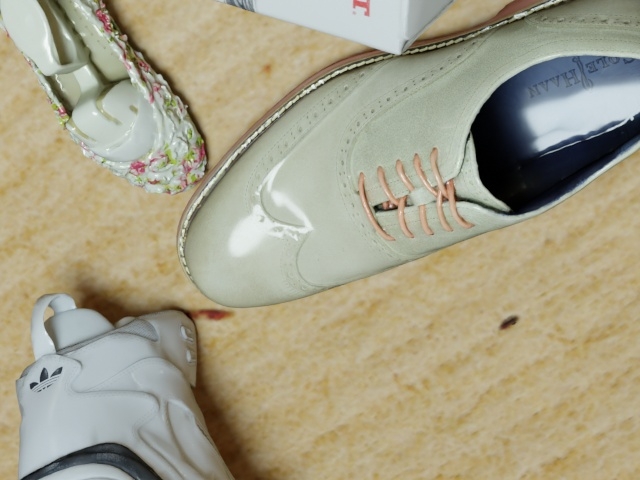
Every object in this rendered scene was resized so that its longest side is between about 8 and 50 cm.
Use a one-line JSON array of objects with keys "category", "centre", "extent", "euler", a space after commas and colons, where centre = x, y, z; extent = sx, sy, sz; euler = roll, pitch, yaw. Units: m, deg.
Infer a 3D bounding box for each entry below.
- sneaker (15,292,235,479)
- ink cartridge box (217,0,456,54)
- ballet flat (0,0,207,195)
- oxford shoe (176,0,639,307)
[{"category": "sneaker", "centre": [-0.101, 0.180, 1.450], "extent": [0.137, 0.210, 0.366], "euler": [-25, 143, 21]}, {"category": "ink cartridge box", "centre": [-0.040, -0.252, 1.172], "extent": [0.273, 0.115, 0.198], "euler": [19, 130, 23]}, {"category": "ballet flat", "centre": [-0.169, -0.117, 1.344], "extent": [0.091, 0.077, 0.241], "euler": [-30, 107, 22]}, {"category": "oxford shoe", "centre": [0.066, -0.056, 1.278], "extent": [0.397, 0.146, 0.140], "euler": [-30, 106, 18]}]
